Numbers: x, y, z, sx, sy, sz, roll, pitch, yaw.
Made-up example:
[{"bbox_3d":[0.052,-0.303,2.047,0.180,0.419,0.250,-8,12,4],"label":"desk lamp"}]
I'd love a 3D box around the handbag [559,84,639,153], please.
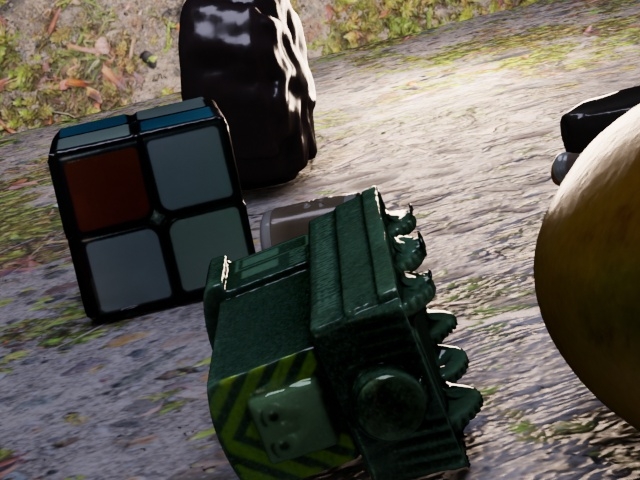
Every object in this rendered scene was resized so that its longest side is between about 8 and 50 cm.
[{"bbox_3d":[0.414,-0.127,1.642,0.285,0.113,0.257,-13,5,28],"label":"handbag"}]

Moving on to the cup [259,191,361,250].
[{"bbox_3d":[-0.002,-0.007,1.579,0.099,0.074,0.102,-9,13,14],"label":"cup"}]

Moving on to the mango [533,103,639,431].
[{"bbox_3d":[0.281,0.001,0.899,0.300,0.232,0.446,-39,19,-9],"label":"mango"}]

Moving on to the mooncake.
[{"bbox_3d":[-0.084,-0.207,2.076,0.141,0.283,0.283,-5,14,11],"label":"mooncake"}]

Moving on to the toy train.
[{"bbox_3d":[0.008,0.074,1.118,0.178,0.138,0.330,-20,15,5],"label":"toy train"}]

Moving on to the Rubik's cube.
[{"bbox_3d":[-0.170,-0.035,1.618,0.183,0.180,0.167,-11,14,-7],"label":"Rubik's cube"}]

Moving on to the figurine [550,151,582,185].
[{"bbox_3d":[0.307,-0.053,1.477,0.197,0.093,0.147,-10,-12,44],"label":"figurine"}]
